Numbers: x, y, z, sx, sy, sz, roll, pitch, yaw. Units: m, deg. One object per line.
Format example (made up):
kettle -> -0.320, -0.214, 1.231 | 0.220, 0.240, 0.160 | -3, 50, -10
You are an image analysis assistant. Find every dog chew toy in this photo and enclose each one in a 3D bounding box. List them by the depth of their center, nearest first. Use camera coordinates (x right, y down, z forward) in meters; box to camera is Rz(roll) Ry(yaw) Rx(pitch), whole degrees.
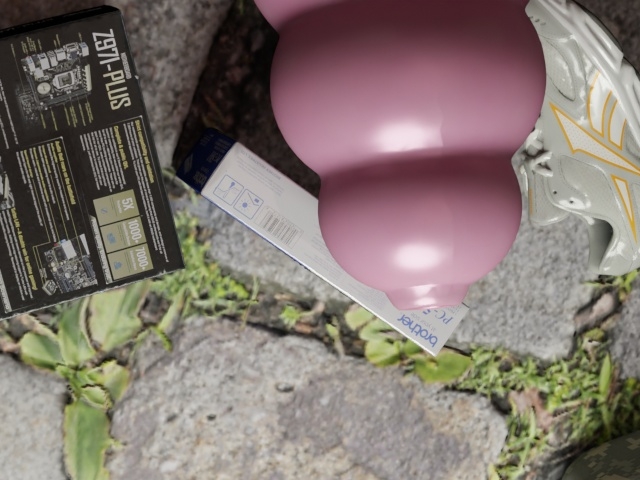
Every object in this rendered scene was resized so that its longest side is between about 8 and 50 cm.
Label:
dog chew toy -> 0.054, -0.122, 0.954 | 0.206, 0.206, 0.332 | -3, 83, -15

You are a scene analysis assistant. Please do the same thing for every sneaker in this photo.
sneaker -> 0.181, -0.078, 1.085 | 0.121, 0.099, 0.262 | -41, 107, 0

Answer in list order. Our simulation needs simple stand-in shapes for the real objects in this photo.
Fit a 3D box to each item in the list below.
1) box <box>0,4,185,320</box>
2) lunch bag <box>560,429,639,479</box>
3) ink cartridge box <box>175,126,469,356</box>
box -> -0.186, -0.053, 0.991 | 0.147, 0.077, 0.180 | -17, 105, -12
lunch bag -> 0.367, 0.242, 1.111 | 0.305, 0.256, 0.213 | -16, 104, -13
ink cartridge box -> 0.000, 0.000, 1.045 | 0.207, 0.097, 0.046 | 35, 89, -18
